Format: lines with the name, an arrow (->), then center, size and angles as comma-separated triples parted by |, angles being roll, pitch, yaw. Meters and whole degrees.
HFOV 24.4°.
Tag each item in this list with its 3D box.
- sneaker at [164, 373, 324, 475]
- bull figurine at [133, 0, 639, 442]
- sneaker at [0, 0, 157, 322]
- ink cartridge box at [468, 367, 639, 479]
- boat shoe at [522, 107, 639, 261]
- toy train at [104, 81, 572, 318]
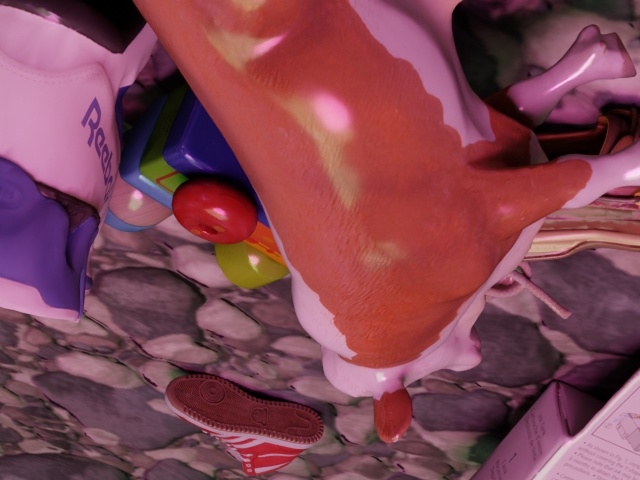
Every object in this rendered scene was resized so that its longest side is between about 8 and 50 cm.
sneaker -> -0.064, 0.137, 1.081 | 0.118, 0.042, 0.067 | 19, 144, -13
bull figurine -> 0.035, -0.053, 0.612 | 0.188, 0.101, 0.310 | -28, 124, 9
sneaker -> -0.132, -0.072, 0.683 | 0.127, 0.182, 0.315 | 20, 180, -15
ink cartridge box -> 0.277, 0.171, 0.995 | 0.296, 0.066, 0.261 | 25, 121, -19
boat shoe -> 0.152, -0.032, 0.721 | 0.178, 0.064, 0.060 | -6, 118, 15
toy train -> 0.000, 0.000, 0.801 | 0.248, 0.105, 0.143 | 32, 154, -28
